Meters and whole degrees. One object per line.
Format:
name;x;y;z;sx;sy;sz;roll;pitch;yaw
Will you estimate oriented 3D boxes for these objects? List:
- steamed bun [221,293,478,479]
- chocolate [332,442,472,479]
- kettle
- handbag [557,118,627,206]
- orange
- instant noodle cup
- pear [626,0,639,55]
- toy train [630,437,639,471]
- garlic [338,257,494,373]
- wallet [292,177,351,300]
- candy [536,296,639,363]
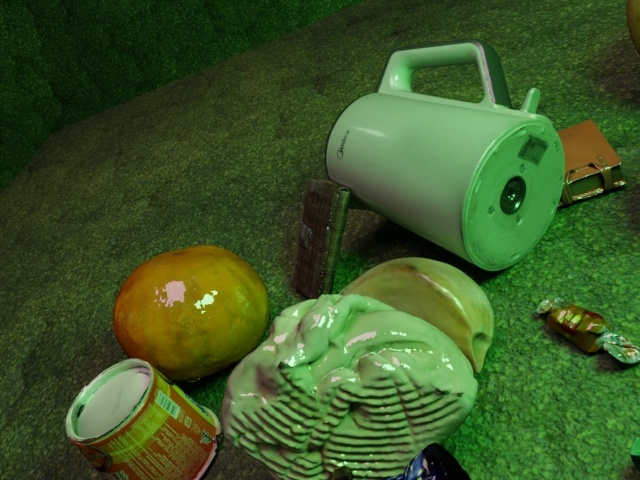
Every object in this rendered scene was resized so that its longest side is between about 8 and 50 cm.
steamed bun;0.037;0.198;0.923;0.320;0.274;0.206;12;26;-1
chocolate;0.035;0.361;0.834;0.344;0.126;0.148;-28;69;16
kettle;0.215;-0.177;1.183;0.377;0.250;0.360;28;107;47
handbag;0.464;-0.143;1.221;0.127;0.062;0.190;-19;31;16
orange;-0.233;0.127;1.228;0.284;0.225;0.284;-12;14;3
instant noodle cup;-0.297;0.308;1.097;0.213;0.174;0.213;-22;33;15
pear;0.716;-0.416;1.147;0.349;0.348;0.348;-21;33;14
toy train;0.435;0.200;0.762;0.105;0.071;0.178;-4;40;51
garlic;0.107;0.125;1.072;0.339;0.151;0.196;-11;49;30
wallet;0.000;0.000;1.279;0.042;0.230;0.124;1;15;-31
candy;0.370;0.121;0.942;0.053;0.046;0.182;-34;30;-10
